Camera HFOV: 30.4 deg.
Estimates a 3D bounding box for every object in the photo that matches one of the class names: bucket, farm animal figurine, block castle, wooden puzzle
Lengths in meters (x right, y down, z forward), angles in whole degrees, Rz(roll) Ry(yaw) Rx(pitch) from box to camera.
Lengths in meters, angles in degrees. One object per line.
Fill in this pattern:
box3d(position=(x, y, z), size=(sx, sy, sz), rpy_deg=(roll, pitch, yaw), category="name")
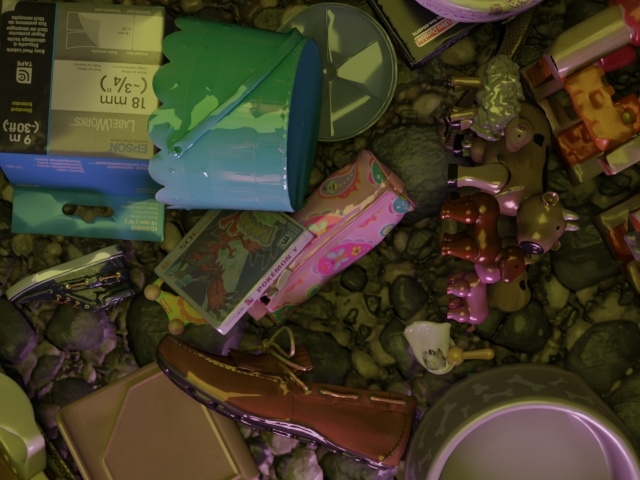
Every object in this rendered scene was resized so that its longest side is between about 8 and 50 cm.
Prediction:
box3d(position=(-0.108, -0.167, 1.603), size=(0.183, 0.281, 0.281), rpy_deg=(6, 89, 8), category="bucket")
box3d(position=(0.260, -0.047, 1.583), size=(0.172, 0.330, 0.327), rpy_deg=(1, 76, 10), category="farm animal figurine")
box3d(position=(0.467, -0.105, 1.563), size=(0.212, 0.303, 0.453), rpy_deg=(-28, 89, 2), category="block castle")
box3d(position=(-0.232, 0.293, 1.684), size=(0.238, 0.044, 0.221), rpy_deg=(-26, 88, -27), category="wooden puzzle")

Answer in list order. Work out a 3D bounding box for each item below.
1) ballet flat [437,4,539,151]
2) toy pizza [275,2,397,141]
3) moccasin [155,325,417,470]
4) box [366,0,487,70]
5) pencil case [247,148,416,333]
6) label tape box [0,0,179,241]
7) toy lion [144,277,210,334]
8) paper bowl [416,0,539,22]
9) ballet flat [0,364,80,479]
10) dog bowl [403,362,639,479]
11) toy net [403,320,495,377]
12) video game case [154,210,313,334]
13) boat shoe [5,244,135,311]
box3d(position=(0.238, -0.243, 1.692), size=(0.058, 0.084, 0.250), rpy_deg=(29, 97, 2), category="ballet flat")
box3d(position=(0.015, -0.245, 1.717), size=(0.201, 0.032, 0.201), rpy_deg=(1, 94, 13), category="toy pizza")
box3d(position=(-0.046, 0.202, 1.662), size=(0.380, 0.139, 0.147), rpy_deg=(19, 81, -2), category="moccasin")
box3d(position=(0.176, -0.447, 1.701), size=(0.295, 0.073, 0.293), rpy_deg=(-32, 87, 3), category="box")
box3d(position=(0.000, 0.000, 1.677), size=(0.284, 0.124, 0.124), rpy_deg=(-41, 87, 1), category="pencil case")
box3d(position=(-0.340, -0.171, 1.707), size=(0.240, 0.106, 0.334), rpy_deg=(3, 89, 4), category="label tape box")
box3d(position=(-0.196, 0.086, 1.734), size=(0.096, 0.034, 0.100), rpy_deg=(-36, 87, -5), category="toy lion")
box3d(position=(0.218, -0.437, 1.588), size=(0.284, 0.148, 0.284), rpy_deg=(0, 90, 1), category="paper bowl")
box3d(position=(-0.424, 0.327, 1.659), size=(0.182, 0.164, 0.483), rpy_deg=(-38, 84, 44), category="ballet flat")
box3d(position=(0.290, 0.349, 1.634), size=(0.348, 0.102, 0.349), rpy_deg=(0, 100, 0), category="dog bowl")
box3d(position=(0.218, 0.195, 1.705), size=(0.232, 0.045, 0.122), rpy_deg=(32, 113, 6), category="toy net")
box3d(position=(-0.127, 0.018, 1.653), size=(0.183, 0.201, 0.023), rpy_deg=(-48, 131, -6), category="video game case")
box3d(position=(-0.365, 0.075, 1.724), size=(0.183, 0.065, 0.083), rpy_deg=(-21, 87, 2), category="boat shoe")
